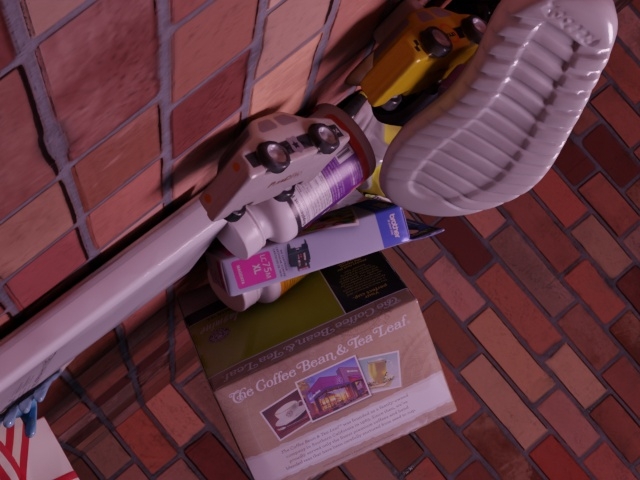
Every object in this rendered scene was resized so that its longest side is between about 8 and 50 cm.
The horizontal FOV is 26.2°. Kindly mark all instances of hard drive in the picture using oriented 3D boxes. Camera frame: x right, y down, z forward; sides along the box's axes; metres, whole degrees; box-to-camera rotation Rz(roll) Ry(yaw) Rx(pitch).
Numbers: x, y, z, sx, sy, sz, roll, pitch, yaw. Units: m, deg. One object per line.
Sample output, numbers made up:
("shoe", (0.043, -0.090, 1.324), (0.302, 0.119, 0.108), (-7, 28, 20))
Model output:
("hard drive", (-0.269, 0.088, 1.537), (0.353, 0.047, 0.233), (-38, 177, -26))

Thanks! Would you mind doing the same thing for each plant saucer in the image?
("plant saucer", (0.065, -0.210, 1.645), (0.083, 0.015, 0.083), (-40, 176, -4))

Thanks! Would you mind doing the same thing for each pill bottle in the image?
("pill bottle", (-0.067, 0.015, 2.090), (0.215, 0.117, 0.117), (-38, 175, -29))
("pill bottle", (-0.038, -0.065, 1.601), (0.193, 0.108, 0.108), (-38, 175, -19))

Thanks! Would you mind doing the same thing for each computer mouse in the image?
("computer mouse", (0.173, -0.219, 1.630), (0.072, 0.189, 0.272), (26, 133, -35))

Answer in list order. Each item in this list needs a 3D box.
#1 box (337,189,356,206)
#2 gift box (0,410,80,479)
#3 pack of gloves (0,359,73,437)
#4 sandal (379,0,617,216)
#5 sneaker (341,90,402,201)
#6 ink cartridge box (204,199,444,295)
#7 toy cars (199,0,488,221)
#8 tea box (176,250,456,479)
("box", (0.019, -0.075, 2.330), (0.322, 0.058, 0.232), (-40, 176, 8))
("gift box", (-0.438, 0.390, 1.869), (0.276, 0.255, 0.258), (-28, 170, -44))
("pack of gloves", (-0.385, 0.227, 1.669), (0.195, 0.046, 0.232), (-35, -174, 6))
("sandal", (0.200, -0.155, 1.496), (0.416, 0.169, 0.102), (129, -23, -53))
("sneaker", (0.089, -0.116, 1.920), (0.145, 0.147, 0.384), (-43, 176, 16))
("ink cartridge box", (0.000, 0.000, 1.929), (0.311, 0.065, 0.186), (-15, -173, -10))
("toy cars", (0.021, -0.152, 1.461), (0.393, 0.087, 0.176), (-36, 170, -13))
("tea box", (-0.013, 0.174, 2.135), (0.329, 0.220, 0.323), (-24, -153, -4))
